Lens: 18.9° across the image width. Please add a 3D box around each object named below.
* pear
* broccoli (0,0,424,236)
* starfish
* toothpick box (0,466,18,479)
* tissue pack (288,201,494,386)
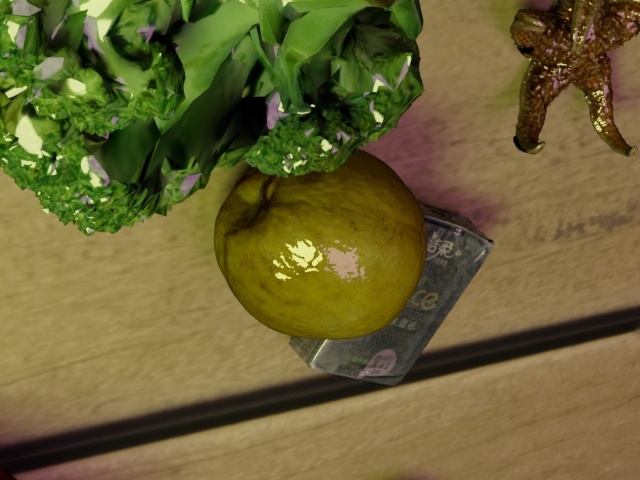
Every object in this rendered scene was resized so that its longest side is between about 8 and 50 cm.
[{"bbox_3d":[0.000,0.000,1.422,0.162,0.149,0.149,21,107,-46],"label":"pear"},{"bbox_3d":[-0.079,-0.189,1.100,0.310,0.321,0.413,-28,148,25],"label":"broccoli"},{"bbox_3d":[0.199,-0.138,1.527,0.190,0.074,0.146,13,111,-45],"label":"starfish"},{"bbox_3d":[-0.315,0.332,1.385,0.333,0.204,0.204,-47,139,0],"label":"toothpick box"},{"bbox_3d":[0.057,0.041,1.570,0.112,0.051,0.156,17,111,-44],"label":"tissue pack"}]
